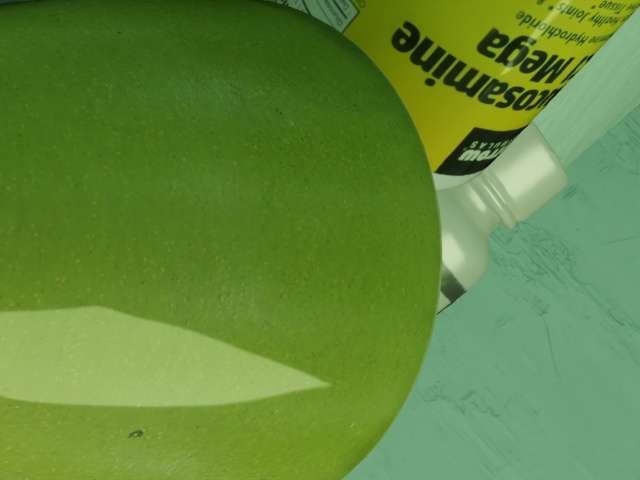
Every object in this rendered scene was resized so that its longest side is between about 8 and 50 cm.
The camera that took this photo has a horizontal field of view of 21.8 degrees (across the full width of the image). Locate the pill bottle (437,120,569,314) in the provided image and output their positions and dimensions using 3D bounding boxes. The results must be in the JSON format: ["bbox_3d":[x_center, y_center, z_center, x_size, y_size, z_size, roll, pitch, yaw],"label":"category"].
[{"bbox_3d":[0.000,0.000,1.297,0.361,0.204,0.204,-38,171,3],"label":"pill bottle"}]

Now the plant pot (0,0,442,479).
[{"bbox_3d":[-0.136,0.005,0.753,0.275,0.274,0.293,-47,155,23],"label":"plant pot"}]

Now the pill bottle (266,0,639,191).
[{"bbox_3d":[0.079,-0.153,1.050,0.334,0.188,0.188,-49,169,34],"label":"pill bottle"}]
